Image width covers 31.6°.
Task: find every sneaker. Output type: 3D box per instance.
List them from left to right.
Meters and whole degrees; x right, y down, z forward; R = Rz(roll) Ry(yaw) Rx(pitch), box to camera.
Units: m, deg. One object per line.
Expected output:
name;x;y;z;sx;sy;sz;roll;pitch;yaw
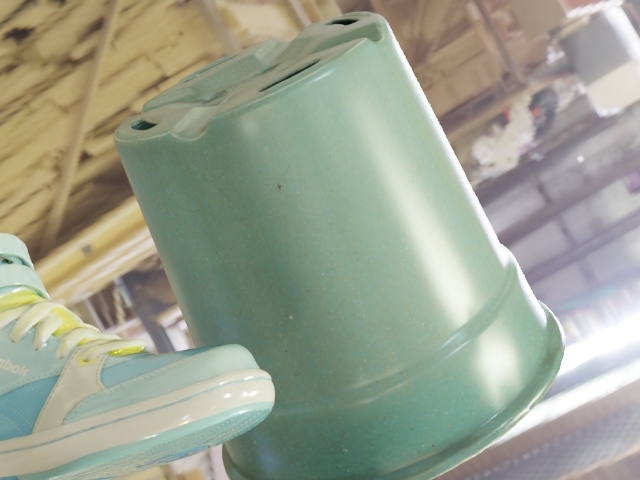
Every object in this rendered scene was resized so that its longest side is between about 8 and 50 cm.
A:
sneaker;-0.191;0.066;0.780;0.319;0.208;0.127;-17;166;21

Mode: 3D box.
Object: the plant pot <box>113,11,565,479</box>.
plant pot;0.000;0.000;1.006;0.341;0.334;0.341;-22;-160;8
